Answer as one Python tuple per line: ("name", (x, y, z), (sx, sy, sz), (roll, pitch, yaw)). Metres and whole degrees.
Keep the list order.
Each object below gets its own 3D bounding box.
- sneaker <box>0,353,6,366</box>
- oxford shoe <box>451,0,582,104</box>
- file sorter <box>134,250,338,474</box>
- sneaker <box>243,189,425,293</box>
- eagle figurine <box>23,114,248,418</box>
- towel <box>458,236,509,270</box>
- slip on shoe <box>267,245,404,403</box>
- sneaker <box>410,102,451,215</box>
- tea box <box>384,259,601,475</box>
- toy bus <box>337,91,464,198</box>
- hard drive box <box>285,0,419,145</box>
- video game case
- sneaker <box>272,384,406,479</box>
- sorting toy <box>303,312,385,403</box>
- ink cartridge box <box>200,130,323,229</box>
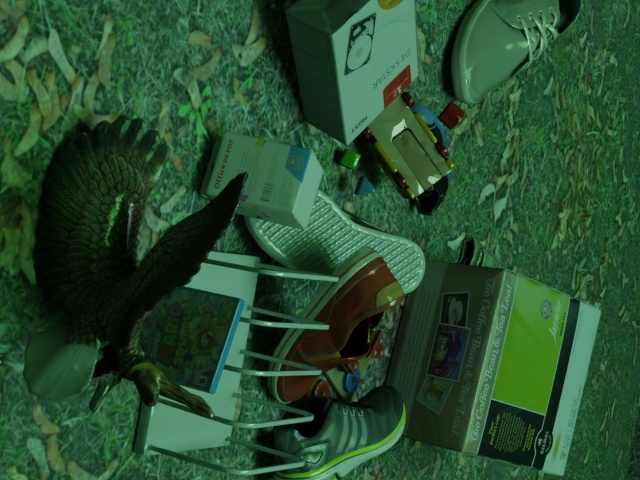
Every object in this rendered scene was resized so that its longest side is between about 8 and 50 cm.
("sneaker", (-0.392, 0.194, 1.199), (0.089, 0.051, 0.170), (21, 77, -53))
("oxford shoe", (0.381, -0.403, 2.194), (0.449, 0.130, 0.169), (-44, 135, -41))
("file sorter", (-0.104, 0.163, 1.534), (0.192, 0.173, 0.278), (9, 92, -58))
("sneaker", (0.000, 0.000, 1.719), (0.321, 0.127, 0.126), (26, 83, -31))
("eagle figurine", (-0.213, 0.034, 1.299), (0.225, 0.226, 0.298), (-97, -165, -58))
("towel", (0.338, 0.184, 2.354), (0.324, 0.056, 0.312), (31, 72, -56))
("slip on shoe", (0.017, 0.147, 1.672), (0.123, 0.101, 0.331), (-28, 159, -47))
("sneaker", (0.174, -0.138, 1.978), (0.232, 0.081, 0.090), (60, 42, -48))
("tea box", (0.314, 0.235, 2.112), (0.323, 0.220, 0.329), (23, 79, -43))
("toy bus", (0.124, -0.165, 1.867), (0.104, 0.190, 0.202), (-164, -97, -78))
("hard drive box", (0.052, -0.285, 1.651), (0.181, 0.089, 0.232), (-46, 152, -22))
("video game case", (-0.180, 0.114, 1.404), (0.015, 0.166, 0.119), (36, 68, -55))
("sneaker", (0.033, 0.293, 1.813), (0.300, 0.111, 0.121), (-29, 113, -48))
("sorting toy", (0.065, 0.184, 1.929), (0.275, 0.046, 0.132), (-62, 144, -27))
("ink cartridge box", (-0.082, -0.082, 1.544), (0.090, 0.143, 0.092), (53, 53, -71))
